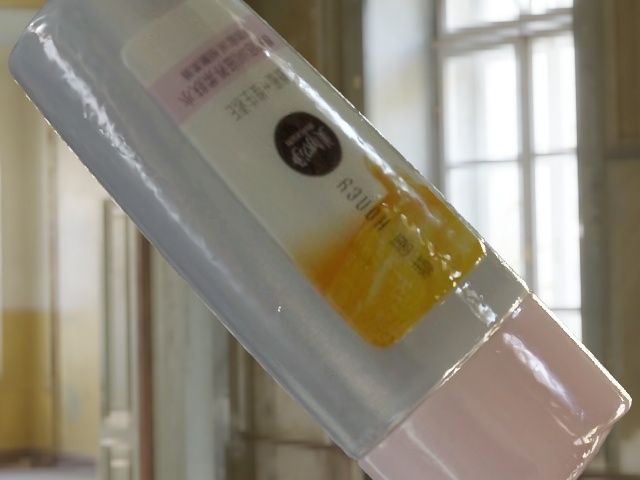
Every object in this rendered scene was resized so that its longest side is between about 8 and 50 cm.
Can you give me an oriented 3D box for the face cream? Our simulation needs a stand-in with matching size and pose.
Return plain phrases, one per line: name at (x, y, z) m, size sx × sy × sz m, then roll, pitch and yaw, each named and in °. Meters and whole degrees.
face cream at (0.000, 0.000, 0.496) m, size 0.084 × 0.198 × 0.057 m, roll -43°, pitch -4°, yaw -42°
